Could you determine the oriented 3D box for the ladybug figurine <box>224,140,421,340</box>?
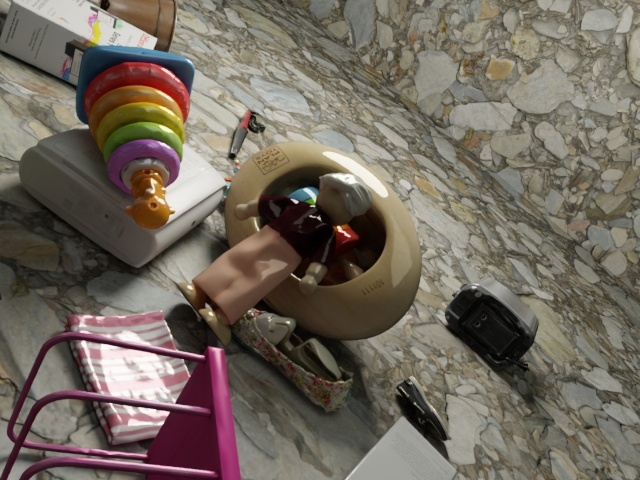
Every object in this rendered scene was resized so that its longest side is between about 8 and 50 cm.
[{"bbox_3d":[0.000,0.000,1.143,0.449,0.305,0.161,55,-10,31],"label":"ladybug figurine"}]

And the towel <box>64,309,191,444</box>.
[{"bbox_3d":[-0.239,0.172,0.828,0.144,0.029,0.197,2,42,-45],"label":"towel"}]

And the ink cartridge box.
[{"bbox_3d":[-0.514,-0.428,1.367,0.278,0.117,0.201,24,29,-21],"label":"ink cartridge box"}]

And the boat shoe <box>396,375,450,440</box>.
[{"bbox_3d":[0.177,0.295,1.087,0.125,0.038,0.046,57,-8,26],"label":"boat shoe"}]

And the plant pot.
[{"bbox_3d":[-0.466,-0.552,1.584,0.165,0.167,0.167,9,37,-29],"label":"plant pot"}]

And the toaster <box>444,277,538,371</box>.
[{"bbox_3d":[0.397,0.182,1.413,0.227,0.129,0.146,41,26,14],"label":"toaster"}]

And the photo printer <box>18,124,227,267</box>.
[{"bbox_3d":[-0.315,-0.105,1.091,0.256,0.107,0.307,35,27,0],"label":"photo printer"}]

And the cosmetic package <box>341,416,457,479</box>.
[{"bbox_3d":[0.086,0.349,0.854,0.117,0.085,0.231,44,30,16],"label":"cosmetic package"}]

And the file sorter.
[{"bbox_3d":[-0.193,0.257,0.566,0.182,0.202,0.290,16,33,-27],"label":"file sorter"}]

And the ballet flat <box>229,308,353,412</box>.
[{"bbox_3d":[-0.043,0.170,0.997,0.241,0.077,0.091,38,28,6],"label":"ballet flat"}]

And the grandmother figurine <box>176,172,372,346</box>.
[{"bbox_3d":[-0.060,0.004,1.002,0.342,0.104,0.208,-37,71,-15],"label":"grandmother figurine"}]

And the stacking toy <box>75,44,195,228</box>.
[{"bbox_3d":[-0.263,-0.134,0.939,0.175,0.165,0.301,0,52,-26],"label":"stacking toy"}]

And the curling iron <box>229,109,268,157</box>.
[{"bbox_3d":[-0.184,-0.268,1.571,0.068,0.035,0.274,31,28,-9],"label":"curling iron"}]

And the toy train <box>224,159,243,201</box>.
[{"bbox_3d":[-0.176,-0.114,1.333,0.125,0.046,0.166,41,25,13],"label":"toy train"}]
